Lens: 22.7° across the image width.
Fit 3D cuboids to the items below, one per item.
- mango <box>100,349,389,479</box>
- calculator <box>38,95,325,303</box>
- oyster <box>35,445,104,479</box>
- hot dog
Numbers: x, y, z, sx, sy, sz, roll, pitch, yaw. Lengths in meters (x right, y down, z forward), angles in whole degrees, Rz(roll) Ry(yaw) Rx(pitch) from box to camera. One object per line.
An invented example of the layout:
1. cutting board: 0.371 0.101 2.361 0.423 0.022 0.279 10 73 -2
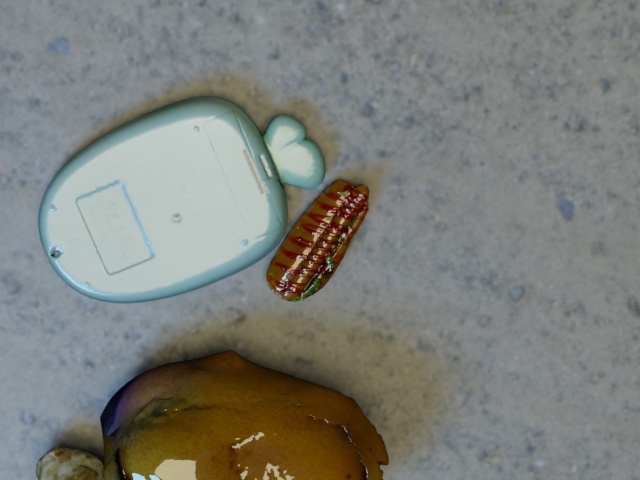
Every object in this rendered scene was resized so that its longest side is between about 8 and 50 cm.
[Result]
1. mango: -0.078 0.215 1.584 0.287 0.152 0.201 15 84 -9
2. calculator: -0.139 -0.042 1.597 0.295 0.042 0.184 -23 101 0
3. oyster: -0.158 0.316 1.637 0.294 0.094 0.166 13 90 -13
4. hot dog: 0.000 0.000 1.618 0.062 0.038 0.144 36 95 -9
